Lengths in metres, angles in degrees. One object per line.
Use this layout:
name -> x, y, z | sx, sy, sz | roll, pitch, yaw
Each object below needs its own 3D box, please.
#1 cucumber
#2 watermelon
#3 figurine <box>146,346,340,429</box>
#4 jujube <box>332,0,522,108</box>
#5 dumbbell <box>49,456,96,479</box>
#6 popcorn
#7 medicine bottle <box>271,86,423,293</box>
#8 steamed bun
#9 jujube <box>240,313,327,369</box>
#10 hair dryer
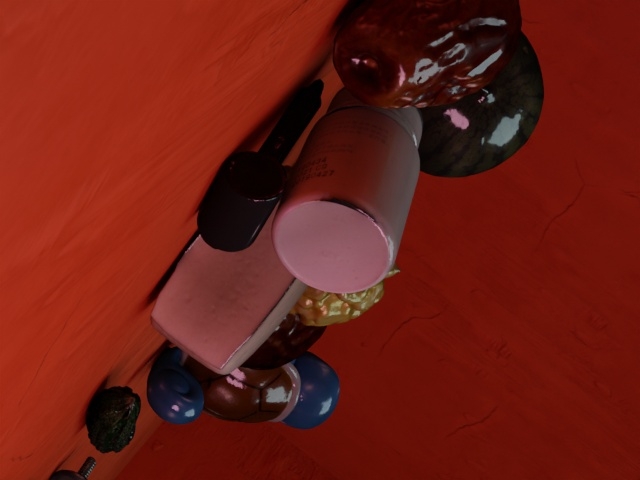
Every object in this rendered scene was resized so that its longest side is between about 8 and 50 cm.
cucumber -> -0.304, 0.258, 1.699 | 0.077, 0.077, 0.265 | -52, 176, -22
watermelon -> 0.217, -0.238, 1.876 | 0.279, 0.279, 0.359 | -52, -169, -1
figurine -> -0.154, 0.225, 2.123 | 0.416, 0.243, 0.298 | 9, 123, -41
jujube -> 0.118, -0.230, 1.311 | 0.255, 0.190, 0.190 | -40, 170, -47
dumbbell -> -0.417, 0.429, 1.833 | 0.110, 0.110, 0.254 | -54, -175, 37
popcorn -> 0.005, -0.001, 1.685 | 0.225, 0.249, 0.249 | -19, 165, -21
medicine bottle -> 0.040, -0.070, 1.345 | 0.143, 0.143, 0.258 | -54, -170, 41
steamed bun -> -0.095, 0.042, 1.475 | 0.242, 0.146, 0.164 | -53, 176, 4
jujube -> -0.100, 0.106, 1.905 | 0.223, 0.223, 0.318 | -53, 168, 9
hair dryer -> -0.057, -0.099, 1.323 | 0.114, 0.070, 0.248 | -55, -174, 49
